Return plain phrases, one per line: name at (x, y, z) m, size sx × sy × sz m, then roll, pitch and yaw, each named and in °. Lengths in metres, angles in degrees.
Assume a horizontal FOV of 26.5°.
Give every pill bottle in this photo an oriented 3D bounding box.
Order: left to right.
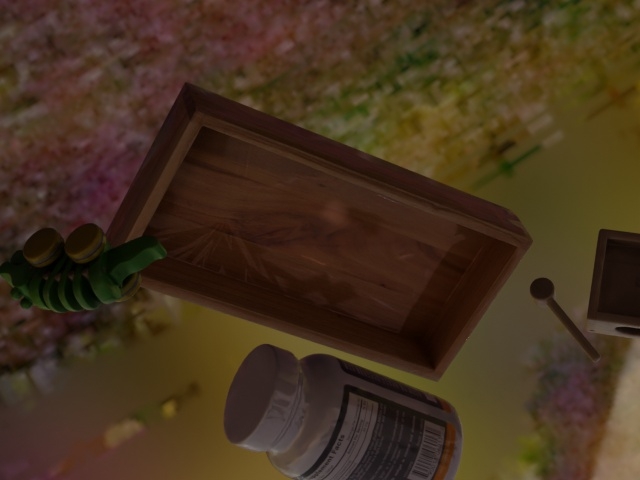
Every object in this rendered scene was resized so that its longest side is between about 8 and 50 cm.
pill bottle at (0.029, 0.236, 1.716) m, size 0.162 × 0.278 × 0.162 m, roll -46°, pitch -149°, yaw 39°

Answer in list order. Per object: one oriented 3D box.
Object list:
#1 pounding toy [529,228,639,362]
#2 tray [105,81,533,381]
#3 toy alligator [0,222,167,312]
pounding toy at (0.387, 0.084, 1.835) m, size 0.206 × 0.181 × 0.094 m, roll 8°, pitch 166°, yaw 12°
tray at (0.000, 0.000, 1.438) m, size 0.203 × 0.411 × 0.076 m, roll -59°, pitch -153°, yaw 22°
toy alligator at (-0.191, 0.028, 0.952) m, size 0.190 × 0.056 × 0.051 m, roll -6°, pitch -132°, yaw 30°
